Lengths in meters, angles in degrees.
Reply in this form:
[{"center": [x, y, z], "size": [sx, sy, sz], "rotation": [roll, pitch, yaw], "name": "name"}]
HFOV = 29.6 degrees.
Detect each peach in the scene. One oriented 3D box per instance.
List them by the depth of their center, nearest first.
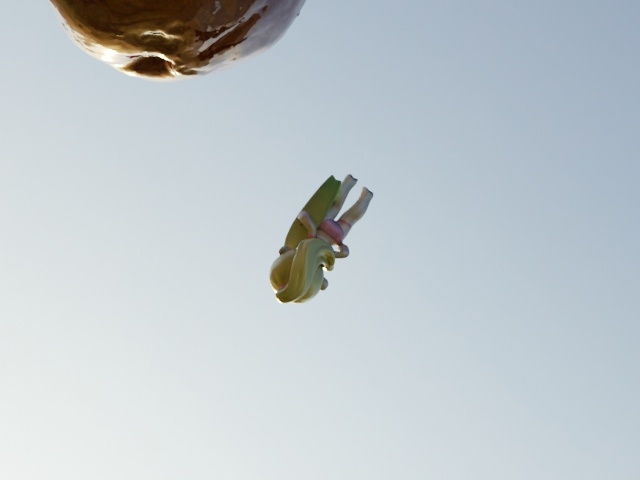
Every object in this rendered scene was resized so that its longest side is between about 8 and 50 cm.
[{"center": [-0.159, -0.328, 1.327], "size": [0.343, 0.301, 0.343], "rotation": [-1, -16, 0], "name": "peach"}]

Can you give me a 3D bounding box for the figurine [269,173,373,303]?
[{"center": [0.000, 0.000, 1.410], "size": [0.083, 0.187, 0.083], "rotation": [32, -20, 14], "name": "figurine"}]
